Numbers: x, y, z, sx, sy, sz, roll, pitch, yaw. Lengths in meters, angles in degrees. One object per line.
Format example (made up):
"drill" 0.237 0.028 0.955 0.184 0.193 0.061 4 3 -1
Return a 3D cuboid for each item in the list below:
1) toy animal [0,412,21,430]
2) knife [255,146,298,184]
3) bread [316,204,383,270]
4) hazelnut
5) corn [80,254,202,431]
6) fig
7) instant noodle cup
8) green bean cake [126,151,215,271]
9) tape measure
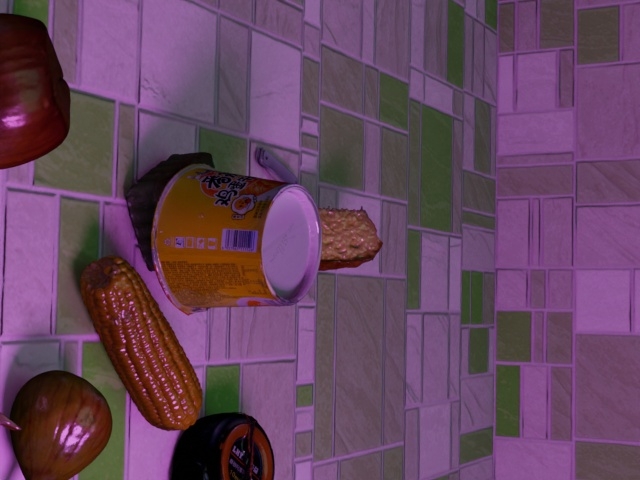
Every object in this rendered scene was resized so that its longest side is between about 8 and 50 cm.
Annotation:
"toy animal" -0.501 0.297 1.491 0.179 0.089 0.188 -58 146 -22
"knife" -0.091 -0.143 2.314 0.162 0.023 0.044 40 59 -55
"bread" -0.009 0.003 2.342 0.260 0.134 0.129 4 69 -29
"hazelnut" -0.449 -0.203 1.521 0.181 0.181 0.212 -96 177 -73
"corn" -0.292 0.178 1.833 0.120 0.121 0.363 -58 140 -45
"fig" -0.396 0.322 1.607 0.151 0.151 0.259 50 46 -50
"instant noodle cup" -0.129 -0.001 1.862 0.264 0.200 0.264 -8 99 -61
"green bean cake" -0.252 -0.050 1.937 0.173 0.094 0.181 -47 132 -51
"tape measure" -0.179 0.425 2.030 0.202 0.135 0.222 50 44 -35
